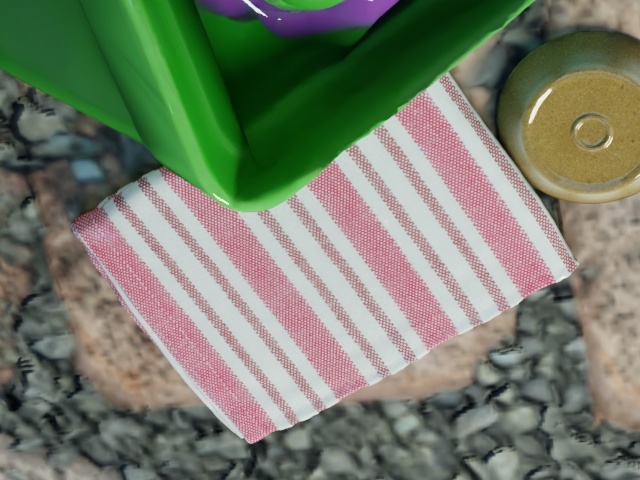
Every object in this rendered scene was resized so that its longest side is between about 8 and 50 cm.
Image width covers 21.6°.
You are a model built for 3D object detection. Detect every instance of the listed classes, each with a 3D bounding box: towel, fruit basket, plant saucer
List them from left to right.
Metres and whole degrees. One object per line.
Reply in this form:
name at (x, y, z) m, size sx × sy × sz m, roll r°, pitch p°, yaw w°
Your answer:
fruit basket at (-0.011, -0.203, 0.465) m, size 0.392 × 0.283 × 0.392 m, roll 29°, pitch 141°, yaw 27°
towel at (0.000, 0.000, 0.774) m, size 0.197 × 0.029 × 0.144 m, roll -29°, pitch 111°, yaw 20°
plant saucer at (0.118, -0.050, 0.732) m, size 0.083 × 0.015 × 0.083 m, roll 4°, pitch 120°, yaw 7°
